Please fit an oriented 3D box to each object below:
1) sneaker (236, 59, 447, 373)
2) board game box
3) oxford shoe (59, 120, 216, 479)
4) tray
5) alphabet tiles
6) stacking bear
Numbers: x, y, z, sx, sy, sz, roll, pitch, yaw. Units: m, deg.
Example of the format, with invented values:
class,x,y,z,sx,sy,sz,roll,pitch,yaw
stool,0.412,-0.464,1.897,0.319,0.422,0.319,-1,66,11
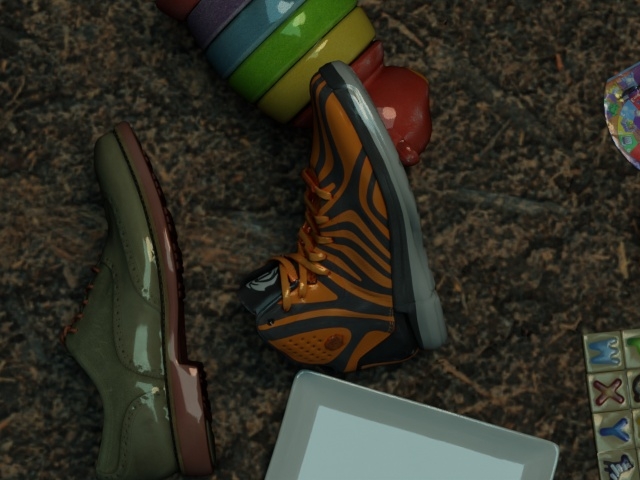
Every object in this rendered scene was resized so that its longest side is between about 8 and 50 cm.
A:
class,x,y,z,sx,sy,sz,roll,pitch,yaw
sneaker,0.000,0.000,1.446,0.180,0.124,0.321,-18,118,-2
board game box,0.379,-0.139,1.606,0.169,0.033,0.133,-29,83,-9
oxford shoe,-0.189,0.060,1.480,0.130,0.123,0.348,-11,80,-1
tray,0.086,0.230,1.517,0.270,0.030,0.145,17,80,-2
alphabet tiles,0.371,0.202,1.557,0.198,0.009,0.237,-5,80,-6
stacking bear,-0.006,-0.182,1.524,0.289,0.175,0.164,46,77,-4
